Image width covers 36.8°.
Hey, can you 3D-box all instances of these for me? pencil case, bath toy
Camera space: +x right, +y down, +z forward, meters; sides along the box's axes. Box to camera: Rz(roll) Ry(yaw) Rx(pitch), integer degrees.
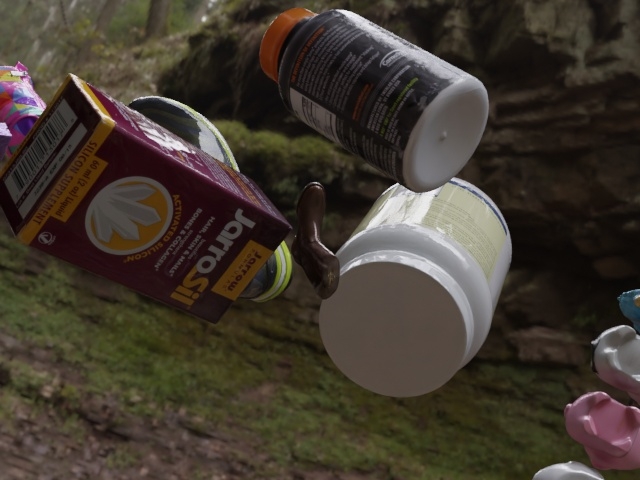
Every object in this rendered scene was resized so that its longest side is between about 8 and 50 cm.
[{"bbox_3d":[-0.500,-0.212,1.592,0.104,0.104,0.236,49,0,-44],"label":"pencil case"},{"bbox_3d":[0.385,0.238,1.274,0.151,0.348,0.129,33,-18,2],"label":"bath toy"}]

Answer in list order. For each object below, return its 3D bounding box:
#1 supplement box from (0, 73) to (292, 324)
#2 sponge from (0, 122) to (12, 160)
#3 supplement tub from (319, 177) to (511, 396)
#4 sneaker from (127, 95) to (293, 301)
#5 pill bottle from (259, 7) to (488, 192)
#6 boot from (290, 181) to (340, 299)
[{"bbox_3d":[-0.128,-0.025,0.712,0.188,0.104,0.081,30,13,-42],"label":"supplement box"},{"bbox_3d":[-0.523,-0.079,1.348,0.117,0.031,0.210,0,-48,-47],"label":"sponge"},{"bbox_3d":[0.140,0.058,1.385,0.236,0.325,0.235,7,-67,16],"label":"supplement tub"},{"bbox_3d":[-0.142,-0.053,1.172,0.300,0.111,0.121,52,9,3],"label":"sneaker"},{"bbox_3d":[0.045,-0.161,1.014,0.246,0.130,0.130,37,-17,32],"label":"pill bottle"},{"bbox_3d":[0.000,0.000,1.114,0.037,0.114,0.106,2,-66,-18],"label":"boot"}]
